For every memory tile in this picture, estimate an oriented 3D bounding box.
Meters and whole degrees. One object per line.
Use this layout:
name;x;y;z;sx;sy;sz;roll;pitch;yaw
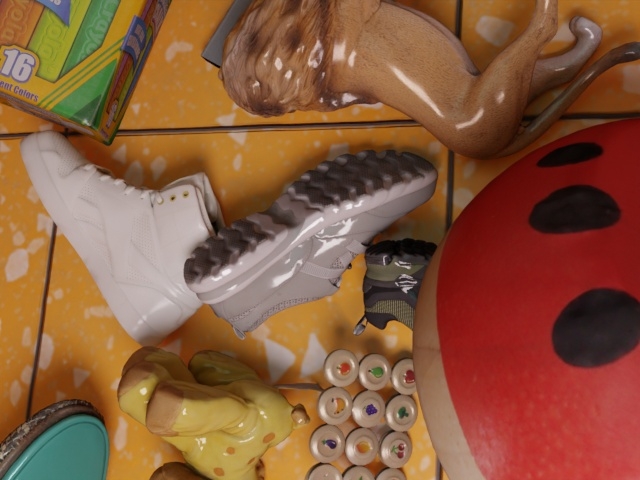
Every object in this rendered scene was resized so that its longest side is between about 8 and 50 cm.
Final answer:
memory tile;0.045;0.184;0.697;0.113;0.012;0.148;12;83;-21

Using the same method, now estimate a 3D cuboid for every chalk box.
chalk box;-0.278;-0.282;0.807;0.180;0.179;0.289;21;87;-9

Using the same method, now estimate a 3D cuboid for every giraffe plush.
giraffe plush;-0.111;0.218;0.719;0.210;0.181;0.171;13;95;-15

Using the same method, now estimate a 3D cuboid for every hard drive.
hard drive;-0.071;-0.255;0.848;0.094;0.022;0.135;32;91;20

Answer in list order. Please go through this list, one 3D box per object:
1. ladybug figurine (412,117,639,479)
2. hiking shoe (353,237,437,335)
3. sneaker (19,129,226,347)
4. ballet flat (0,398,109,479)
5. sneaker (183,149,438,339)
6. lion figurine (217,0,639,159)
ladybug figurine;0.228;0.044;0.491;0.305;0.449;0.162;20;128;10
hiking shoe;0.148;0.072;0.695;0.226;0.086;0.114;14;109;12
sneaker;-0.207;-0.043;0.816;0.169;0.108;0.292;-37;81;6
ballet flat;-0.368;0.396;0.764;0.182;0.164;0.483;7;83;39
sneaker;0.000;0.000;0.749;0.281;0.115;0.105;-28;34;-2
lion figurine;0.097;-0.177;0.712;0.392;0.142;0.240;29;100;11
